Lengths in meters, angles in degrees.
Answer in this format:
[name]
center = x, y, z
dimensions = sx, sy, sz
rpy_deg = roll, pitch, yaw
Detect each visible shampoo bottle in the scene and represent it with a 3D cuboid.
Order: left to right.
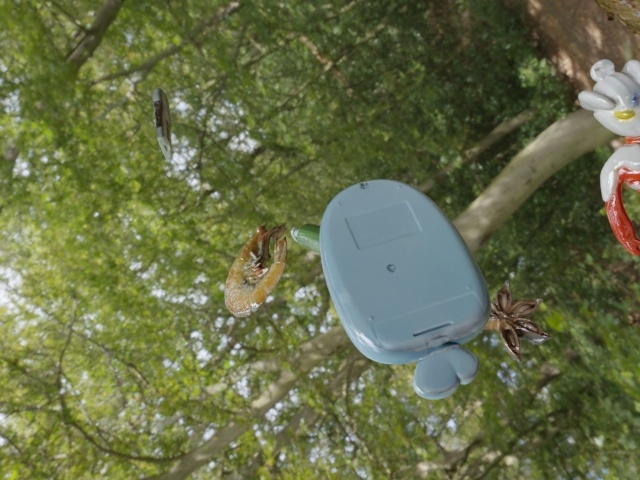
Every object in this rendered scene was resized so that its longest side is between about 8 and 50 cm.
[shampoo bottle]
center = 0.000, 0.000, 1.388
dimensions = 0.065, 0.065, 0.204
rpy_deg = 35, 169, -34

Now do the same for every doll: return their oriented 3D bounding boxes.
[doll]
center = 0.470, -0.076, 0.845
dimensions = 0.384, 0.188, 0.099
rpy_deg = 56, -176, -4

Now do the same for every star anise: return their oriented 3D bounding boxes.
[star anise]
center = 0.410, 0.172, 1.380
dimensions = 0.208, 0.172, 0.063
rpy_deg = 29, 152, 35

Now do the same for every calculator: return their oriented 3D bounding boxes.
[calculator]
center = 0.105, 0.048, 0.781
dimensions = 0.042, 0.188, 0.302
rpy_deg = 92, 159, -58

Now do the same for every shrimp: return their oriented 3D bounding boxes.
[shrimp]
center = -0.098, 0.046, 1.073
dimensions = 0.052, 0.133, 0.187
rpy_deg = 42, -124, -45

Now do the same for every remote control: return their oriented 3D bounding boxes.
[remote control]
center = -0.331, -0.251, 1.326
dimensions = 0.065, 0.029, 0.166
rpy_deg = 81, 174, -52

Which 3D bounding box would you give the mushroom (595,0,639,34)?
[mushroom]
center = 0.324, -0.320, 0.586
dimensions = 0.297, 0.163, 0.278
rpy_deg = 23, -105, -26
